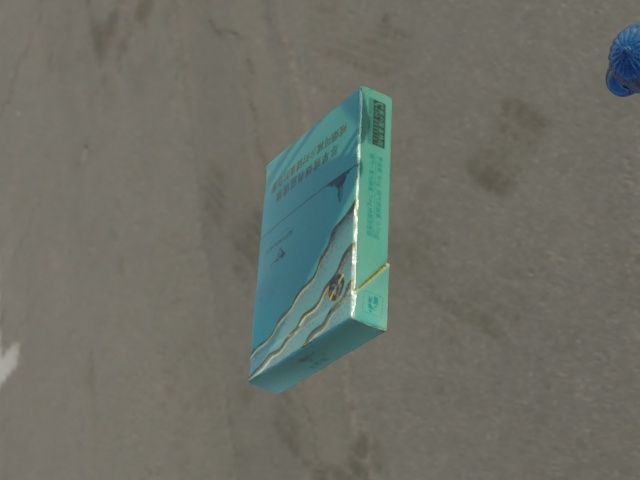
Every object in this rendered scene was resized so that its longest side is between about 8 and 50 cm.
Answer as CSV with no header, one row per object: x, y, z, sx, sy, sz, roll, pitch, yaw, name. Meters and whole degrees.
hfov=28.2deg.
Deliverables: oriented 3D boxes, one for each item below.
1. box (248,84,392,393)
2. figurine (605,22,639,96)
0.000,0.001,1.106,0.162,0.041,0.229,-37,41,47,box
0.384,-0.191,1.407,0.087,0.149,0.086,-129,49,-67,figurine
